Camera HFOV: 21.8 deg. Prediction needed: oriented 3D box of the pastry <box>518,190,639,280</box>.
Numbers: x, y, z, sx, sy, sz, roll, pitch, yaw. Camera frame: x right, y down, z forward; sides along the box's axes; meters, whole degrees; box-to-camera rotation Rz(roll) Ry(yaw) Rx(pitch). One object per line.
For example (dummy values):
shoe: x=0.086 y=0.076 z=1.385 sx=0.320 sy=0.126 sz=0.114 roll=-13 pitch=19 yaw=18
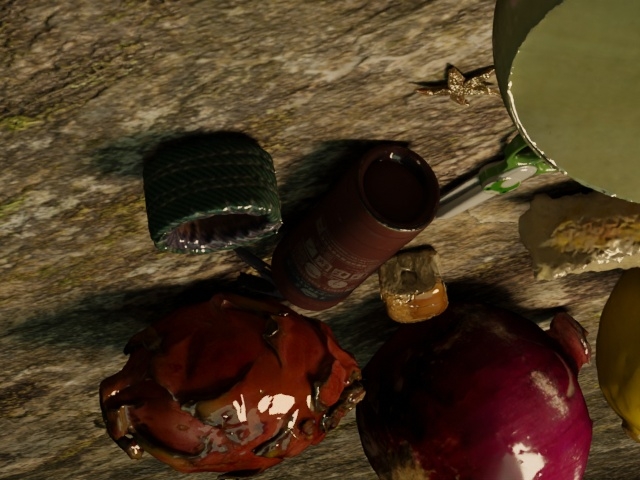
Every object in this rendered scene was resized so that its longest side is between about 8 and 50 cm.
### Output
pastry: x=0.358 y=-0.014 z=1.897 sx=0.258 sy=0.121 sz=0.089 roll=-13 pitch=154 yaw=14

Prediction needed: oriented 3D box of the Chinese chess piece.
Chinese chess piece: x=0.315 y=-0.168 z=1.346 sx=0.349 sy=0.146 sz=0.349 roll=6 pitch=148 yaw=4

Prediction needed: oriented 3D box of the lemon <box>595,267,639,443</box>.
lemon: x=0.501 y=0.123 z=2.011 sx=0.348 sy=0.348 sz=0.348 roll=-8 pitch=159 yaw=-3

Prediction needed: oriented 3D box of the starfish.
starfish: x=0.134 y=-0.147 z=1.618 sx=0.086 sy=0.016 sz=0.092 roll=-8 pitch=162 yaw=4

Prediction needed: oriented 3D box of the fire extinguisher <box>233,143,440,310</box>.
fire extinguisher: x=0.000 y=0.000 z=1.845 sx=0.138 sy=0.102 sz=0.344 roll=32 pitch=148 yaw=-10

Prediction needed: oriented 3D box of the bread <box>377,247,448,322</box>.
bread: x=0.113 y=0.055 z=2.041 sx=0.083 sy=0.077 sz=0.070 roll=-11 pitch=162 yaw=8

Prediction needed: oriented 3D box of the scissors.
scissors: x=0.197 y=-0.071 z=1.818 sx=0.101 sy=0.027 sz=0.204 roll=13 pitch=149 yaw=-41

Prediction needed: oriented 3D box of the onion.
onion: x=0.241 y=0.212 z=2.245 sx=0.385 sy=0.348 sz=0.348 roll=-36 pitch=174 yaw=-31

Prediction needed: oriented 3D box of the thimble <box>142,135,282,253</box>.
thimble: x=-0.109 y=-0.045 z=1.674 sx=0.135 sy=0.090 sz=0.118 roll=-12 pitch=159 yaw=5

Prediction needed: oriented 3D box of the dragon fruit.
dragon fruit: x=-0.115 y=0.181 z=2.074 sx=0.315 sy=0.250 sz=0.250 roll=-27 pitch=158 yaw=-2
